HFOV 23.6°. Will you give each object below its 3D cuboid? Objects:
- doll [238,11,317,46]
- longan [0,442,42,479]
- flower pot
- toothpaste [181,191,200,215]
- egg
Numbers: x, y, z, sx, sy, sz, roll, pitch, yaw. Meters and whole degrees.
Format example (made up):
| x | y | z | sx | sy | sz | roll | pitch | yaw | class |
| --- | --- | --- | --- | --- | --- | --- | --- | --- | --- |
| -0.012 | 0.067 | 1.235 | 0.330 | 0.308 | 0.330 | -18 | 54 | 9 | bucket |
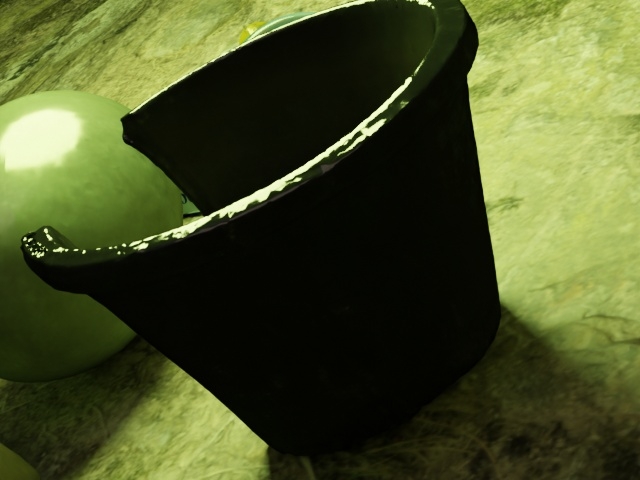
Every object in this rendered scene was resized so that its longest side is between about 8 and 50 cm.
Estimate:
| x | y | z | sx | sy | sz | roll | pitch | yaw | class |
| --- | --- | --- | --- | --- | --- | --- | --- | --- | --- |
| -0.038 | -0.189 | 1.749 | 0.177 | 0.141 | 0.314 | -42 | 18 | 5 | doll |
| -0.303 | 0.238 | 1.116 | 0.248 | 0.248 | 0.248 | -25 | 24 | 12 | longan |
| 0.000 | 0.000 | 1.175 | 0.379 | 0.251 | 0.379 | -25 | 21 | 10 | flower pot |
| -0.228 | -0.066 | 1.798 | 0.336 | 0.081 | 0.067 | -8 | 28 | 41 | toothpaste |
| -0.264 | -0.009 | 1.504 | 0.258 | 0.258 | 0.352 | -25 | 28 | 13 | egg |
